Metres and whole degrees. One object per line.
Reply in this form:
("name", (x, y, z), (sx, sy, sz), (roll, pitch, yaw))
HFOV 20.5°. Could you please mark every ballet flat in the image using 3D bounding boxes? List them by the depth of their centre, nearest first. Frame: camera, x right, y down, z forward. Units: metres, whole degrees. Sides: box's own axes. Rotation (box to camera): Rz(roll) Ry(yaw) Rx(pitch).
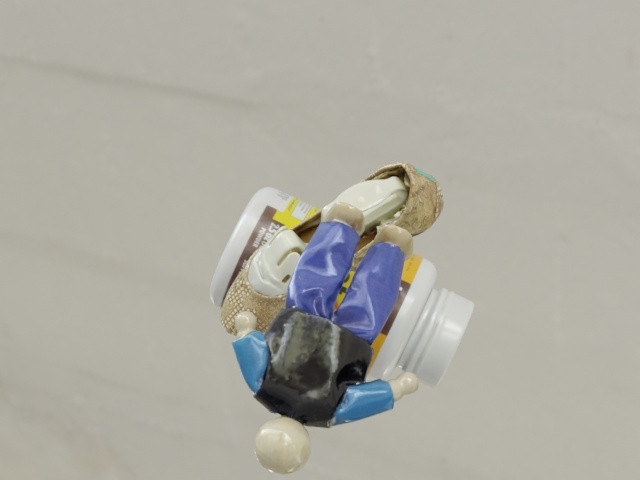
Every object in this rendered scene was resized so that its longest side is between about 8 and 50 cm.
("ballet flat", (0.000, 0.000, 1.397), (0.073, 0.206, 0.067), (54, -1, 35))

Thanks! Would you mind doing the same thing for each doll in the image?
("doll", (0.006, 0.070, 1.173), (0.129, 0.189, 0.046), (25, -27, -1))

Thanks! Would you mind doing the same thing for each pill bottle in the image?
("pill bottle", (0.020, 0.047, 1.542), (0.215, 0.117, 0.117), (25, -36, 3))
